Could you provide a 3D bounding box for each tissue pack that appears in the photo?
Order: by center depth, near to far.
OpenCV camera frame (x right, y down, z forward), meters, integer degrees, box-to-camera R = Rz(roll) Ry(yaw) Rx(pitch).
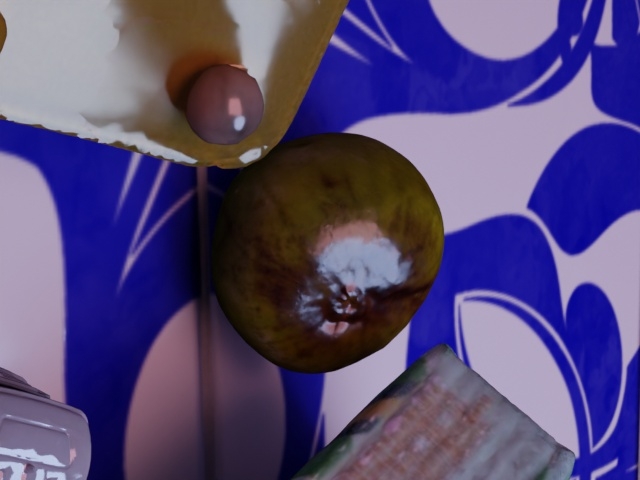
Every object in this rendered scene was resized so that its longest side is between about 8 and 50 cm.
[{"bbox_3d":[-0.016,0.226,0.692,0.311,0.128,0.228,-42,166,-33],"label":"tissue pack"}]

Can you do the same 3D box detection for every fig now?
[{"bbox_3d":[0.005,0.004,0.749,0.153,0.121,0.136,-41,127,-33],"label":"fig"}]

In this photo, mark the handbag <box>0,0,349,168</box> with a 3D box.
[{"bbox_3d":[-0.133,-0.191,0.508,0.401,0.133,0.283,13,112,-44],"label":"handbag"}]

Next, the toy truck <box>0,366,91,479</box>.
[{"bbox_3d":[-0.191,0.182,0.587,0.114,0.124,0.253,25,80,-46],"label":"toy truck"}]
